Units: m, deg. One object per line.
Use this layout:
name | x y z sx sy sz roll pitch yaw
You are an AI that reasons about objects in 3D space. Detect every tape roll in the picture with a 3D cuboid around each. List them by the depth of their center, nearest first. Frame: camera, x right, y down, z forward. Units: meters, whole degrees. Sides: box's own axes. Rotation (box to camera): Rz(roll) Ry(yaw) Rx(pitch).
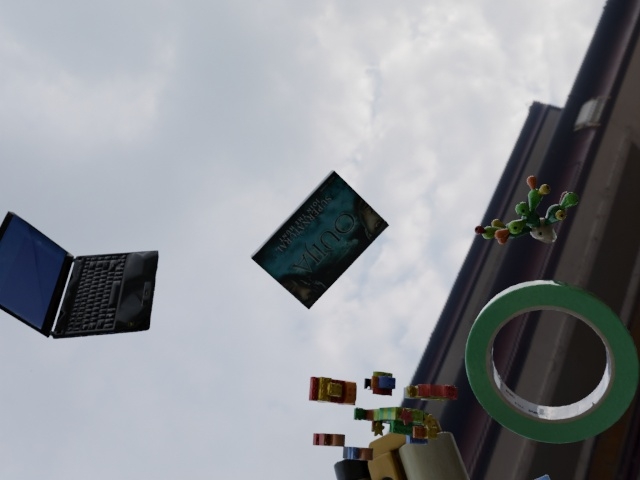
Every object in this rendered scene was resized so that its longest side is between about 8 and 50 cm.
tape roll | 0.461 0.242 1.193 0.321 0.322 0.077 70 -159 2

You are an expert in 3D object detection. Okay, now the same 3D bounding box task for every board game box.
board game box | 0.000 0.000 0.915 0.126 0.026 0.186 43 -89 -14

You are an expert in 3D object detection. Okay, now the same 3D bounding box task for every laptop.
laptop | -0.449 0.052 1.084 0.265 0.136 0.234 -4 -142 -7

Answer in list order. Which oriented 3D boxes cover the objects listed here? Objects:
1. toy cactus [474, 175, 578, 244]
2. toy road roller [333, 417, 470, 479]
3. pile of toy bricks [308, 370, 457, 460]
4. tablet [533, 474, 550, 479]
toy cactus | 0.469 -0.046 1.309 0.181 0.219 0.112 30 -145 -43
toy road roller | 0.207 0.528 1.258 0.241 0.329 0.202 14 -133 -41
pile of toy bricks | 0.095 0.232 0.780 0.212 0.105 0.118 12 -111 -23
tablet | 0.546 0.618 1.433 0.006 0.054 0.083 50 -162 -30
